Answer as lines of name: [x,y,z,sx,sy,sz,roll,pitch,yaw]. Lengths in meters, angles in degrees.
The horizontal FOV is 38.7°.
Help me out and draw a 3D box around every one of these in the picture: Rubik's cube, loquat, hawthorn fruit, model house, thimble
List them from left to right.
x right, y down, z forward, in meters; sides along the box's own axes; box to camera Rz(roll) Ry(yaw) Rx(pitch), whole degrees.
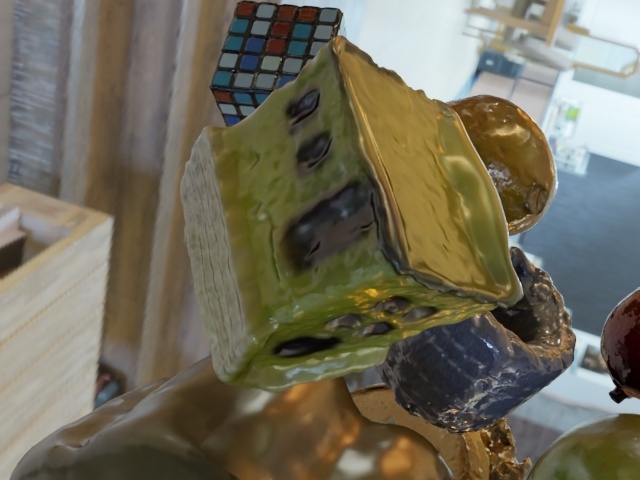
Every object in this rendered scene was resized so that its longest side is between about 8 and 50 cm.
Rubik's cube: [-0.057,-0.263,1.494,0.184,0.182,0.187,74,27,-60]
model house: [0.000,0.000,0.692,0.175,0.234,0.193,12,54,-46]
thimble: [0.180,0.109,1.103,0.172,0.205,0.236,-46,-163,32]
loquat: [0.212,-0.100,1.219,0.176,0.234,0.187,-27,136,-21]
hawthorn fruit: [0.469,0.150,1.279,0.188,0.169,0.169,-46,178,20]

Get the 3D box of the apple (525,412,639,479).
apple: [0.395,0.384,1.131,0.338,0.305,0.338,-31,-132,42]

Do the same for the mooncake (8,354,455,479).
mooncake: [-0.087,0.339,0.928,0.262,0.467,0.466,-36,144,-54]

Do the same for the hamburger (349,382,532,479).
hamburger: [0.226,0.410,1.566,0.287,0.268,0.445,-42,-142,16]
